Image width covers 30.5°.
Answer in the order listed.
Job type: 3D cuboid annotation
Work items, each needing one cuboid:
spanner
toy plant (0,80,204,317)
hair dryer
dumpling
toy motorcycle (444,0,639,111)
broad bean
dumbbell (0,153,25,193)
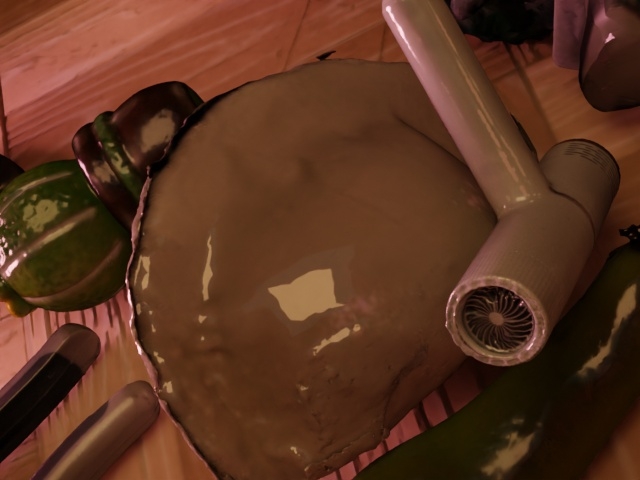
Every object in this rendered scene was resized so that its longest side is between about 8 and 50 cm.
[{"bbox_3d":[-0.220,0.183,0.631,0.095,0.040,0.325,35,79,36],"label":"spanner"},{"bbox_3d":[-0.123,-0.017,0.673,0.162,0.093,0.093,-37,52,4],"label":"toy plant"},{"bbox_3d":[0.054,-0.056,0.497,0.044,0.183,0.155,-32,9,32],"label":"hair dryer"},{"bbox_3d":[0.000,0.000,0.562,0.247,0.172,0.142,-48,7,-30],"label":"dumpling"},{"bbox_3d":[0.177,-0.161,0.552,0.327,0.188,0.143,5,57,29],"label":"toy motorcycle"},{"bbox_3d":[0.078,0.095,0.524,0.325,0.075,0.067,-47,26,-9],"label":"broad bean"},{"bbox_3d":[-0.282,-0.091,0.702,0.192,0.290,0.192,-3,18,1],"label":"dumbbell"}]
